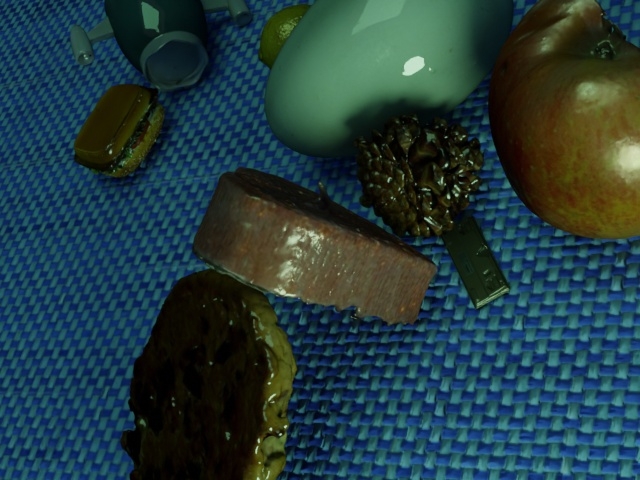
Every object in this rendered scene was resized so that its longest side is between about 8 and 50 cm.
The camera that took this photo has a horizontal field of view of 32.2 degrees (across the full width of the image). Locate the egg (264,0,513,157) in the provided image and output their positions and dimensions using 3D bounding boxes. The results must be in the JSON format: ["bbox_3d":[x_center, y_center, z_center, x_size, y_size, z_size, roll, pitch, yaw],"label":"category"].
[{"bbox_3d":[0.085,-0.249,1.473,0.371,0.230,0.230,-35,45,12],"label":"egg"}]

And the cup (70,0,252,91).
[{"bbox_3d":[-0.260,-0.343,1.826,0.299,0.167,0.173,-16,55,-10],"label":"cup"}]

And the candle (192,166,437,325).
[{"bbox_3d":[0.000,0.000,1.315,0.287,0.317,0.131,25,98,3],"label":"candle"}]

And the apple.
[{"bbox_3d":[0.275,-0.121,1.232,0.163,0.251,0.293,-31,45,-2],"label":"apple"}]

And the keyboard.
[{"bbox_3d":[0.187,0.025,1.349,0.049,0.015,0.129,-34,45,14],"label":"keyboard"}]

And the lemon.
[{"bbox_3d":[-0.036,-0.300,1.677,0.133,0.109,0.109,-14,50,19],"label":"lemon"}]

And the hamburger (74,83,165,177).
[{"bbox_3d":[-0.320,-0.176,1.784,0.137,0.087,0.166,17,71,43],"label":"hamburger"}]

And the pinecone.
[{"bbox_3d":[0.126,-0.083,1.380,0.173,0.173,0.174,-18,49,22],"label":"pinecone"}]

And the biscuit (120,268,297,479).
[{"bbox_3d":[-0.127,0.199,1.302,0.334,0.081,0.289,-57,46,30],"label":"biscuit"}]
